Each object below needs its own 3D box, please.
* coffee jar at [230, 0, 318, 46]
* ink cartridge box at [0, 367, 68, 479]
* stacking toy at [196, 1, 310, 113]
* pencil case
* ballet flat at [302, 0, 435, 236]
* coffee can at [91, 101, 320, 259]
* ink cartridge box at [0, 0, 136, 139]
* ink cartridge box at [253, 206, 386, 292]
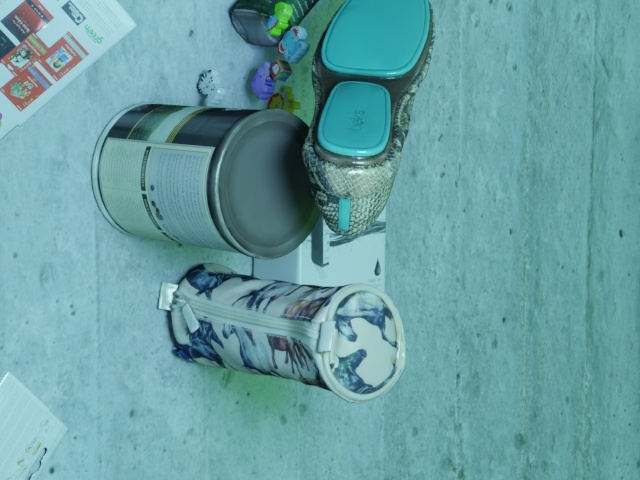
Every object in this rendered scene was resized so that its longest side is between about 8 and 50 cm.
[{"bbox_3d":[-0.048,-0.379,2.261,0.184,0.096,0.079,-51,132,-26],"label":"coffee jar"},{"bbox_3d":[-0.435,0.271,2.028,0.145,0.045,0.179,-60,149,-21],"label":"ink cartridge box"},{"bbox_3d":[-0.060,-0.268,2.208,0.167,0.221,0.052,7,49,-44],"label":"stacking toy"},{"bbox_3d":[-0.055,0.125,2.109,0.183,0.410,0.160,4,91,-38],"label":"pencil case"},{"bbox_3d":[0.060,-0.181,2.056,0.483,0.164,0.182,-76,172,-49],"label":"ballet flat"},{"bbox_3d":[-0.159,-0.088,2.068,0.201,0.275,0.202,-8,102,-44],"label":"coffee can"},{"bbox_3d":[-0.436,-0.305,1.838,0.272,0.130,0.309,-41,127,-1],"label":"ink cartridge box"},{"bbox_3d":[0.000,0.000,2.351,0.197,0.114,0.273,-7,100,-43],"label":"ink cartridge box"}]
